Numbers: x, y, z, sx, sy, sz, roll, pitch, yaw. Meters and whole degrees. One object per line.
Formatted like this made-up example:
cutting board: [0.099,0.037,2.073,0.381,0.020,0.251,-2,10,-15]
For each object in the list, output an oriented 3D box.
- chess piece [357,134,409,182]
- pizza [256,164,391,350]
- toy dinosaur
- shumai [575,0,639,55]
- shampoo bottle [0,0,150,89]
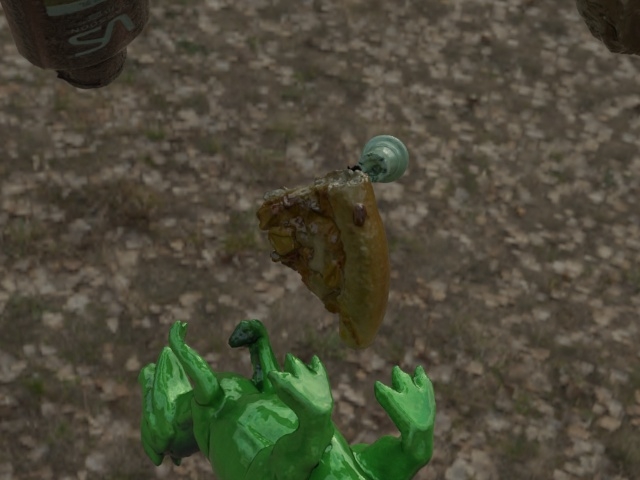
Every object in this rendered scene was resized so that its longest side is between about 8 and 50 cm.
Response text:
chess piece: [0.080,-0.105,1.503,0.067,0.067,0.103,15,14,11]
pizza: [0.000,0.000,1.037,0.062,0.182,0.161,-32,55,-33]
toy dinosaur: [-0.026,0.281,0.983,0.144,0.374,0.499,-5,67,-38]
shumai: [0.252,-0.172,0.671,0.210,0.161,0.153,-2,33,-41]
shampoo bottle: [-0.197,-0.206,0.898,0.129,0.323,0.084,-29,84,-14]
